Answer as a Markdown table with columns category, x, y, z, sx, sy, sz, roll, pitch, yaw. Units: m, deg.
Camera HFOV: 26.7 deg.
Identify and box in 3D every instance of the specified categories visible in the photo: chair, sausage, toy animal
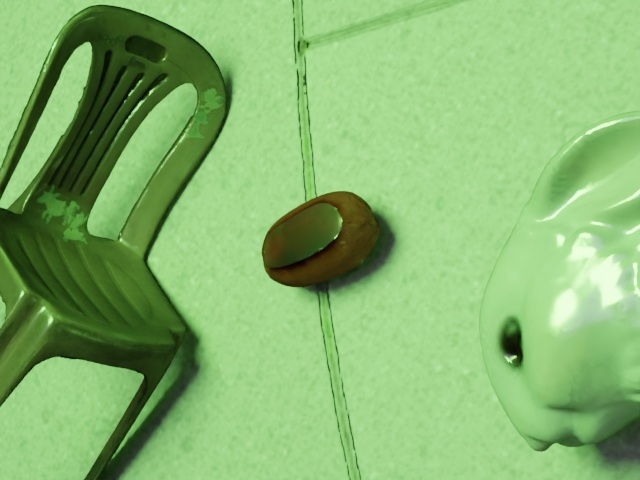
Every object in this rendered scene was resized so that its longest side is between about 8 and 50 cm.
| category | x | y | z | sx | sy | sz | roll | pitch | yaw |
| --- | --- | --- | --- | --- | --- | --- | --- | --- | --- |
| chair | -0.176 | 0.009 | 1.027 | 0.326 | 0.175 | 0.183 | -54 | 48 | 19 |
| sausage | 0.000 | 0.000 | 0.982 | 0.094 | 0.054 | 0.059 | -27 | 66 | 26 |
| toy animal | 0.243 | 0.010 | 0.747 | 0.357 | 0.194 | 0.258 | -5 | 100 | 40 |
